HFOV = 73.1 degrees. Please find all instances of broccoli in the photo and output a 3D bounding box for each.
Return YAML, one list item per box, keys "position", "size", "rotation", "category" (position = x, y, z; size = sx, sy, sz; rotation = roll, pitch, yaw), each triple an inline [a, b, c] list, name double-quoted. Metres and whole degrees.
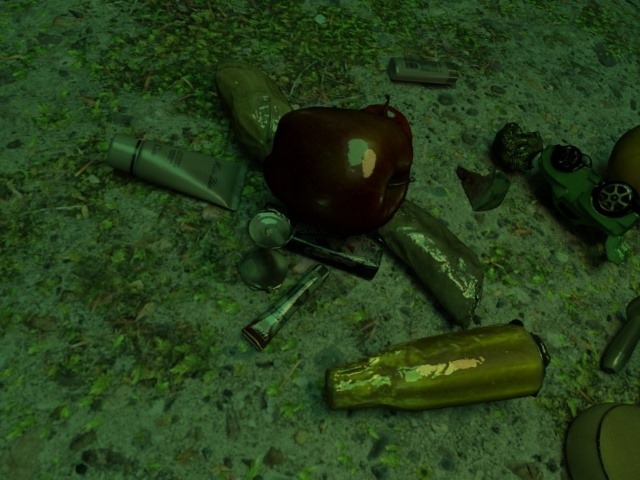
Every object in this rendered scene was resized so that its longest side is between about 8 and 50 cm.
- position: [0.590, -0.275, 1.297]
  size: [0.146, 0.137, 0.162]
  rotation: [-43, 117, -37]
  category: "broccoli"

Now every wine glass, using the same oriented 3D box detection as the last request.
- position: [-0.113, 0.018, 0.919]
  size: [0.122, 0.183, 0.122]
  rotation: [6, 58, -10]
  category: "wine glass"

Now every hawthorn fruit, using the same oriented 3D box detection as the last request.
- position: [0.149, -0.274, 1.116]
  size: [0.207, 0.243, 0.208]
  rotation: [7, 52, -9]
  category: "hawthorn fruit"

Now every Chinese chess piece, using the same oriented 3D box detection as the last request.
- position: [0.641, 0.466, 0.890]
  size: [0.249, 0.103, 0.250]
  rotation: [6, 59, -11]
  category: "Chinese chess piece"

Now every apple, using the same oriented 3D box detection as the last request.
- position: [0.044, -0.152, 0.950]
  size: [0.316, 0.288, 0.288]
  rotation: [23, 57, 17]
  category: "apple"

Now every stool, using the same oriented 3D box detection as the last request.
- position: [0.807, 0.251, 1.006]
  size: [0.195, 0.195, 0.199]
  rotation: [37, 63, 8]
  category: "stool"

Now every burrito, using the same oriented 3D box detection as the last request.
- position: [0.283, 0.035, 1.052]
  size: [0.175, 0.107, 0.348]
  rotation: [-30, 69, -26]
  category: "burrito"

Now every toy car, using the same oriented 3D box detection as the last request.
- position: [0.756, -0.118, 1.212]
  size: [0.213, 0.176, 0.359]
  rotation: [-4, 47, -52]
  category: "toy car"

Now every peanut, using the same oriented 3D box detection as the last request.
- position: [-0.162, -0.334, 1.132]
  size: [0.173, 0.158, 0.340]
  rotation: [-15, 59, -22]
  category: "peanut"

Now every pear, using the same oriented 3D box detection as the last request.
- position: [1.022, -0.210, 1.248]
  size: [0.284, 0.285, 0.336]
  rotation: [-32, 36, -27]
  category: "pear"

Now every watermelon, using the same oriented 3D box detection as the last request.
- position: [0.463, -0.147, 1.239]
  size: [0.097, 0.121, 0.158]
  rotation: [-1, 15, -31]
  category: "watermelon"

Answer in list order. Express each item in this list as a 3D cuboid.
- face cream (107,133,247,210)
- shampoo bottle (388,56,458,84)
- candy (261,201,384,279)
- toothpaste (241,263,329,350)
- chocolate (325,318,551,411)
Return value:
- position: [-0.341, -0.170, 1.042]
  size: [0.313, 0.089, 0.143]
  rotation: [16, 58, -17]
  category: "face cream"
- position: [0.343, -0.565, 1.440]
  size: [0.227, 0.056, 0.086]
  rotation: [-2, 59, -15]
  category: "shampoo bottle"
- position: [0.000, 0.000, 1.028]
  size: [0.311, 0.061, 0.088]
  rotation: [19, 55, -2]
  category: "candy"
- position: [-0.069, 0.139, 0.947]
  size: [0.062, 0.039, 0.239]
  rotation: [44, 62, 5]
  category: "toothpaste"
- position: [0.227, 0.261, 0.875]
  size: [0.444, 0.162, 0.162]
  rotation: [-3, 61, -14]
  category: "chocolate"
